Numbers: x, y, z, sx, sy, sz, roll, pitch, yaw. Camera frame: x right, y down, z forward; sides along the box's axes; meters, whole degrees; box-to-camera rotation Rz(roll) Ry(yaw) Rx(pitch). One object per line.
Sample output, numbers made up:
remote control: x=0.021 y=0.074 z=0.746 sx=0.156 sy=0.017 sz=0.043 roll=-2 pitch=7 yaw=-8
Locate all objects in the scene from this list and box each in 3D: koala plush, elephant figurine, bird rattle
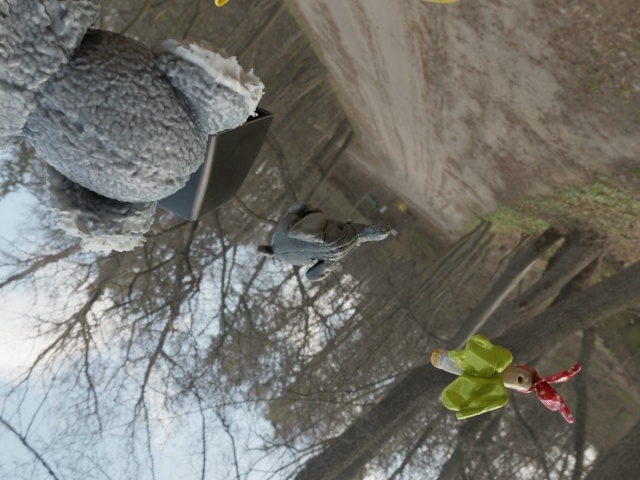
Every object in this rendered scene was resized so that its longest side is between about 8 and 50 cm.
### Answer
koala plush: x=-0.167 y=-0.103 z=0.301 sx=0.221 sy=0.196 sz=0.203 roll=42 pitch=-169 yaw=-25
elephant figurine: x=0.000 y=0.000 z=1.030 sx=0.169 sy=0.186 sz=0.239 roll=25 pitch=180 yaw=-28
bird rattle: x=0.321 y=0.231 z=0.851 sx=0.254 sy=0.143 sz=0.207 roll=6 pitch=178 yaw=-24

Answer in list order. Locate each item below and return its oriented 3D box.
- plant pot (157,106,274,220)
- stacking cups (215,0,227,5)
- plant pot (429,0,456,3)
plant pot: x=-0.211 y=-0.145 z=0.760 sx=0.187 sy=0.167 sz=0.188 roll=24 pitch=-150 yaw=11
stacking cups: x=-0.323 y=-0.690 z=1.070 sx=0.316 sy=0.096 sz=0.096 roll=43 pitch=-169 yaw=-10
plant pot: x=0.139 y=-0.367 z=0.487 sx=0.212 sy=0.187 sz=0.212 roll=-12 pitch=-164 yaw=-32
